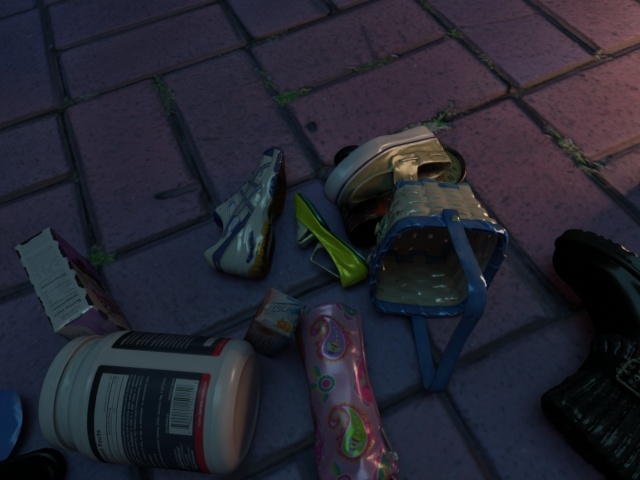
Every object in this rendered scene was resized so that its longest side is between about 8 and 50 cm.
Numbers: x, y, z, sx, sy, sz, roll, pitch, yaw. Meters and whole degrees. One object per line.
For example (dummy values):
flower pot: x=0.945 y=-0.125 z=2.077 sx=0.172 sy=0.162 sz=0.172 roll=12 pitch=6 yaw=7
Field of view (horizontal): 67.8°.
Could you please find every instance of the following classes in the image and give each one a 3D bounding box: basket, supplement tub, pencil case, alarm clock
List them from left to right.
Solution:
supplement tub: x=-0.241 y=0.236 z=0.715 sx=0.272 sy=0.191 sz=0.191 roll=3 pitch=59 yaw=7
pencil case: x=0.035 y=0.239 z=0.727 sx=0.124 sy=0.124 sz=0.284 roll=-11 pitch=58 yaw=-2
supplement tub: x=0.082 y=-0.095 z=0.940 sx=0.106 sy=0.106 sz=0.198 roll=-12 pitch=58 yaw=-2
basket: x=0.180 y=0.060 z=0.759 sx=0.201 sy=0.255 sz=0.289 roll=0 pitch=43 yaw=-8
alarm clock: x=0.236 y=-0.120 z=0.966 sx=0.129 sy=0.064 sz=0.192 roll=-22 pitch=57 yaw=-9

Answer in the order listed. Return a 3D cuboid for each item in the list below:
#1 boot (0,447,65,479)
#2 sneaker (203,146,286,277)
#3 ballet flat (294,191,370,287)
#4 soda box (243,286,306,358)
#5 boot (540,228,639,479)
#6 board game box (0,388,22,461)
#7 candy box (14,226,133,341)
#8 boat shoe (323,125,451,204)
boot: x=-0.501 y=0.373 z=0.639 sx=0.246 sy=0.207 sz=0.094 roll=-18 pitch=85 yaw=-8
sneaker: x=-0.146 y=-0.072 z=0.944 sx=0.131 sy=0.112 sz=0.296 roll=6 pitch=58 yaw=9
ballet flat: x=0.000 y=0.000 z=0.913 sx=0.077 sy=0.077 sz=0.231 roll=-42 pitch=65 yaw=-1
soda box: x=-0.078 y=0.137 z=0.762 sx=0.063 sy=0.183 sz=0.058 roll=28 pitch=63 yaw=-3
boot: x=0.423 y=0.163 z=0.723 sx=0.260 sy=0.131 sz=0.348 roll=-38 pitch=52 yaw=1
board game box: x=-0.566 y=0.317 z=0.789 sx=0.168 sy=0.033 sz=0.133 roll=-1 pitch=66 yaw=7
candy box: x=-0.422 y=0.098 z=0.831 sx=0.070 sy=0.165 sz=0.196 roll=-36 pitch=62 yaw=-15
boat shoe: x=0.133 y=-0.127 z=0.846 sx=0.302 sy=0.109 sz=0.094 roll=-30 pitch=67 yaw=-36
